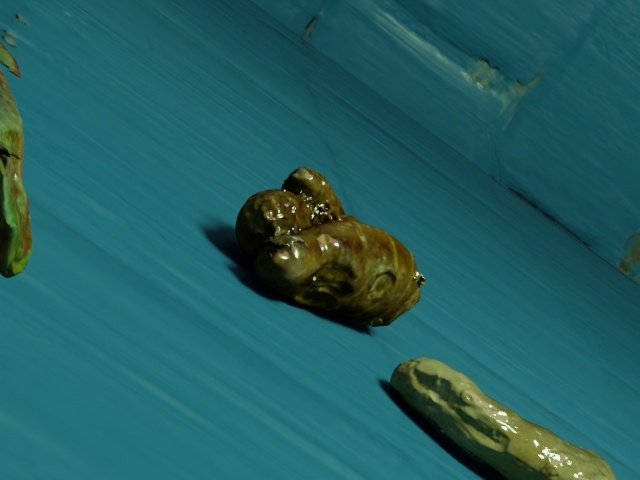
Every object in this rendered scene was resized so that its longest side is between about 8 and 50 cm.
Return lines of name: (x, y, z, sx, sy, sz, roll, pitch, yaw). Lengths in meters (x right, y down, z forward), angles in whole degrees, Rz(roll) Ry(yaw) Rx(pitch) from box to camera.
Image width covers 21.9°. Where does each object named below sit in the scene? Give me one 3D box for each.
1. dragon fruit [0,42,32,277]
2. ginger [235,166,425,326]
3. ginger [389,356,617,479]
dragon fruit: (-0.212, -0.063, 0.570, 0.268, 0.130, 0.295, 29, 14, -36)
ginger: (0.000, 0.000, 1.125, 0.103, 0.073, 0.162, 44, 14, 34)
ginger: (0.124, 0.129, 1.055, 0.173, 0.051, 0.069, 38, 7, -9)
